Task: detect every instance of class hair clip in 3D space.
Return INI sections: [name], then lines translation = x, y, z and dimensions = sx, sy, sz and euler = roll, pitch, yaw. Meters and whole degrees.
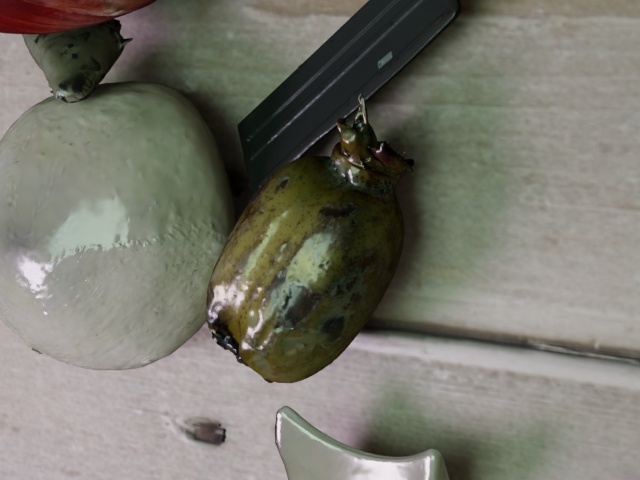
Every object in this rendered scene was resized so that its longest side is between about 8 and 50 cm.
[hair clip]
translation = 0.041, 0.297, 1.715
dimensions = 0.172, 0.113, 0.282
euler = 12, 99, 31

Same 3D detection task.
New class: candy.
[candy]
translation = -0.208, -0.010, 1.771
dimensions = 0.295, 0.185, 0.295
euler = 4, 96, 37

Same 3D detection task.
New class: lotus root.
[lotus root]
translation = 0.002, 0.001, 1.660
dimensions = 0.154, 0.154, 0.278
euler = 35, 107, 23

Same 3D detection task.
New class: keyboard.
[keyboard]
translation = 0.052, -0.181, 1.641
dimensions = 0.381, 0.041, 0.103
euler = -46, 42, 36

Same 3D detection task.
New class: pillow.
[pillow]
translation = -0.236, -0.204, 1.788
dimensions = 0.241, 0.093, 0.051
euler = -122, 10, -51

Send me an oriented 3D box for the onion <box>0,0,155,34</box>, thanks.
[onion]
translation = -0.242, -0.335, 1.662
dimensions = 0.341, 0.341, 0.341
euler = 6, 102, 32
